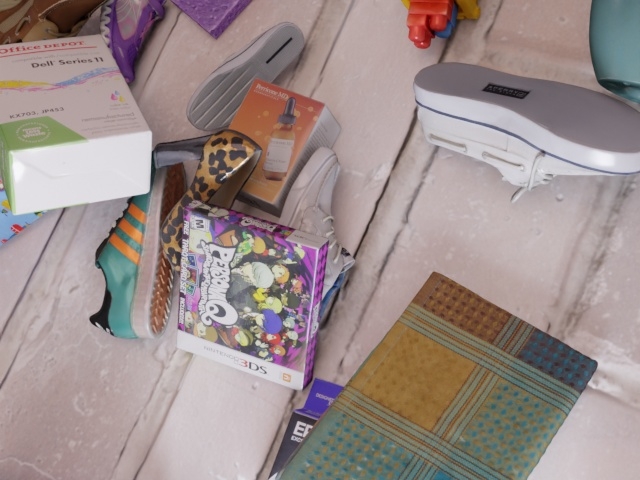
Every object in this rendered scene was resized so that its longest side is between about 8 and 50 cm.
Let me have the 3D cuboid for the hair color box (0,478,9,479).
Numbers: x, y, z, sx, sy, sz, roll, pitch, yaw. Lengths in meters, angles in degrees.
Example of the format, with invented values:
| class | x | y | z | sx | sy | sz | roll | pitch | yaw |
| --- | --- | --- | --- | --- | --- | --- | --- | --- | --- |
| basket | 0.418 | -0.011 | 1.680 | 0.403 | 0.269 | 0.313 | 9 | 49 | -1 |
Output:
| class | x | y | z | sx | sy | sz | roll | pitch | yaw |
| --- | --- | --- | --- | --- | --- | --- | --- | --- | --- |
| hair color box | -0.386 | 0.440 | 1.490 | 0.338 | 0.110 | 0.185 | 3 | 72 | 20 |

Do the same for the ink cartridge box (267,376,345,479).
| class | x | y | z | sx | sy | sz | roll | pitch | yaw |
| --- | --- | --- | --- | --- | --- | --- | --- | --- | --- |
| ink cartridge box | 0.042 | 0.307 | 1.439 | 0.206 | 0.045 | 0.208 | 15 | 75 | 21 |

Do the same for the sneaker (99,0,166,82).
| class | x | y | z | sx | sy | sz | roll | pitch | yaw |
| --- | --- | --- | --- | --- | --- | --- | --- | --- | --- |
| sneaker | -0.308 | -0.375 | 1.758 | 0.104 | 0.095 | 0.236 | -1 | 74 | -2 |

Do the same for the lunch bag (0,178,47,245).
| class | x | y | z | sx | sy | sz | roll | pitch | yaw |
| --- | --- | --- | --- | --- | --- | --- | --- | --- | --- |
| lunch bag | -0.576 | -0.138 | 1.744 | 0.221 | 0.138 | 0.293 | -35 | 56 | 6 |

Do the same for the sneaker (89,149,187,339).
| class | x | y | z | sx | sy | sz | roll | pitch | yaw |
| --- | --- | --- | --- | --- | --- | --- | --- | --- | --- |
| sneaker | -0.282 | -0.002 | 1.608 | 0.121 | 0.108 | 0.302 | 2 | 73 | 16 |

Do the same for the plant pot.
| class | x | y | z | sx | sy | sz | roll | pitch | yaw |
| --- | --- | --- | --- | --- | --- | --- | --- | --- | --- |
| plant pot | 0.488 | -0.290 | 1.386 | 0.293 | 0.293 | 0.235 | 19 | 93 | 22 |

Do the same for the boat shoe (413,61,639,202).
| class | x | y | z | sx | sy | sz | roll | pitch | yaw |
| --- | --- | --- | --- | --- | --- | --- | --- | --- | --- |
| boat shoe | 0.285 | -0.126 | 1.461 | 0.367 | 0.156 | 0.136 | 20 | 45 | 34 |

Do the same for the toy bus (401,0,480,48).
| class | x | y | z | sx | sy | sz | roll | pitch | yaw |
| --- | --- | --- | --- | --- | --- | --- | --- | --- | --- |
| toy bus | 0.164 | -0.399 | 1.554 | 0.149 | 0.220 | 0.211 | 9 | 81 | 22 |

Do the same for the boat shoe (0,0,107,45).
| class | x | y | z | sx | sy | sz | roll | pitch | yaw |
| --- | --- | --- | --- | --- | --- | --- | --- | --- | --- |
| boat shoe | -0.437 | -0.363 | 1.736 | 0.324 | 0.122 | 0.120 | -2 | 97 | 50 |

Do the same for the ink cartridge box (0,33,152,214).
| class | x | y | z | sx | sy | sz | roll | pitch | yaw |
| --- | --- | --- | --- | --- | --- | --- | --- | --- | --- |
| ink cartridge box | -0.403 | -0.203 | 1.607 | 0.207 | 0.119 | 0.353 | -11 | 43 | -22 |

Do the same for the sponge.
| class | x | y | z | sx | sy | sz | roll | pitch | yaw |
| --- | --- | --- | --- | --- | --- | --- | --- | --- | --- |
| sponge | -0.146 | -0.445 | 1.760 | 0.117 | 0.031 | 0.210 | 40 | 87 | 24 |

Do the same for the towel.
| class | x | y | z | sx | sy | sz | roll | pitch | yaw |
| --- | --- | --- | --- | --- | --- | --- | --- | --- | --- |
| towel | 0.155 | 0.242 | 1.395 | 0.271 | 0.040 | 0.370 | 31 | 69 | 23 |

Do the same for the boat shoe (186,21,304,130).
| class | x | y | z | sx | sy | sz | roll | pitch | yaw |
| --- | --- | --- | --- | --- | --- | --- | --- | --- | --- |
| boat shoe | -0.119 | -0.255 | 1.668 | 0.226 | 0.083 | 0.076 | -39 | 20 | -8 |

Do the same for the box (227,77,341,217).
| class | x | y | z | sx | sy | sz | roll | pitch | yaw |
| --- | --- | --- | --- | --- | --- | --- | --- | --- | --- |
| box | -0.071 | -0.136 | 1.598 | 0.130 | 0.091 | 0.170 | 23 | 80 | 23 |

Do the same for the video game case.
| class | x | y | z | sx | sy | sz | roll | pitch | yaw |
| --- | --- | --- | --- | --- | --- | --- | --- | --- | --- |
| video game case | -0.100 | 0.077 | 1.486 | 0.210 | 0.042 | 0.232 | 17 | 118 | 19 |

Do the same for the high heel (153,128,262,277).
| class | x | y | z | sx | sy | sz | roll | pitch | yaw |
| --- | --- | --- | --- | --- | --- | --- | --- | --- | --- |
| high heel | -0.139 | -0.026 | 1.521 | 0.186 | 0.093 | 0.261 | -4 | 105 | 37 |

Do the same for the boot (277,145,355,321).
| class | x | y | z | sx | sy | sz | roll | pitch | yaw |
| --- | --- | --- | --- | --- | --- | --- | --- | --- | --- |
| boot | 0.000 | 0.000 | 1.541 | 0.123 | 0.095 | 0.258 | 24 | 88 | 16 |
